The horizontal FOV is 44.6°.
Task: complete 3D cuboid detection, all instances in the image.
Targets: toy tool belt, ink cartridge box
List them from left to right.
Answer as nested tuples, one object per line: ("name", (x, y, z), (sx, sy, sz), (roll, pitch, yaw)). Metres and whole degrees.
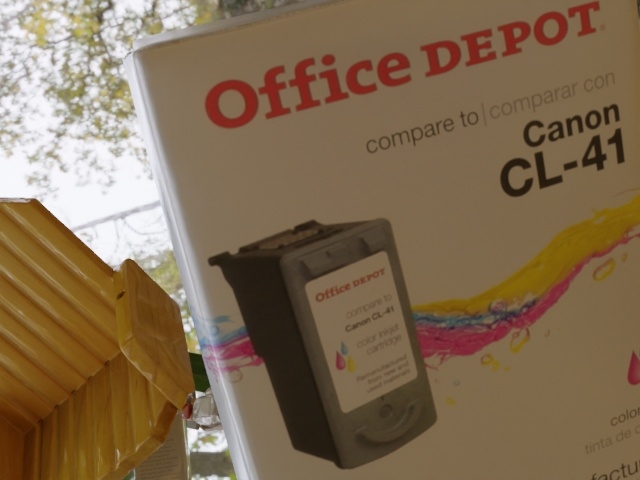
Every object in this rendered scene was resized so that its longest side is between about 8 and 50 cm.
("toy tool belt", (-0.115, 0.194, 0.880), (0.051, 0.083, 0.052), (18, -117, -32))
("ink cartridge box", (0.047, 0.027, 0.402), (0.131, 0.226, 0.306), (-137, 32, -69))

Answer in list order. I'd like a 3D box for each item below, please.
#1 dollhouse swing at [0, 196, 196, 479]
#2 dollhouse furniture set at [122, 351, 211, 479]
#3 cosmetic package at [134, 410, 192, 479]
("dollhouse swing", (-0.414, 0.168, 1.084), (0.305, 0.347, 0.315), (44, -170, -33))
("dollhouse furniture set", (-0.290, 0.365, 1.491), (0.301, 0.151, 0.198), (-86, 10, -71))
("cosmetic package", (-0.244, 0.366, 1.218), (0.117, 0.085, 0.231), (105, 156, -68))
